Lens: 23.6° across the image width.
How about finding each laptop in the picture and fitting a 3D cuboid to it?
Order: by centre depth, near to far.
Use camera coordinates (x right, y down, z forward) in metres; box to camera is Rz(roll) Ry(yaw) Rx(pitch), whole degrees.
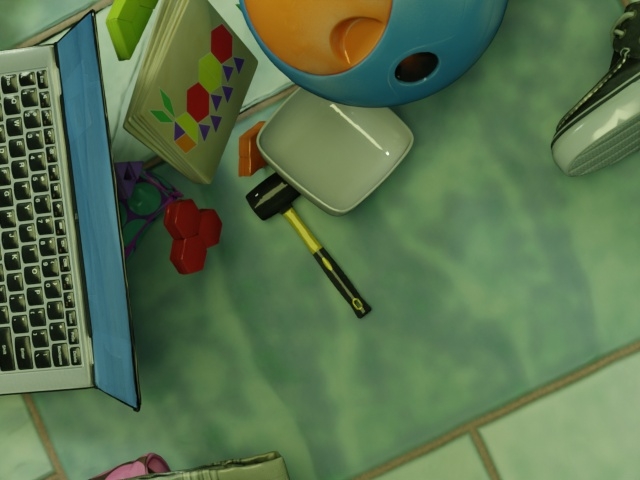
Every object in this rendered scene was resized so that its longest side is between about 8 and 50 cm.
[{"bbox_3d":[-0.346,-0.015,1.597,0.407,0.236,0.382,-6,92,17],"label":"laptop"}]

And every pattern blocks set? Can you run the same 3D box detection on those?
[{"bbox_3d":[-0.138,-0.160,1.633,0.026,0.285,0.325,0,50,34],"label":"pattern blocks set"}]

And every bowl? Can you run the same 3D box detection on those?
[{"bbox_3d":[0.014,-0.102,1.684,0.142,0.053,0.142,40,70,10],"label":"bowl"}]

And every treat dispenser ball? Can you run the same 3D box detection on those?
[{"bbox_3d":[0.056,-0.282,1.590,0.288,0.288,0.288,-1,85,10],"label":"treat dispenser ball"}]

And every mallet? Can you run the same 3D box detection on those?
[{"bbox_3d":[0.000,0.000,1.707,0.062,0.039,0.190,-44,84,2],"label":"mallet"}]

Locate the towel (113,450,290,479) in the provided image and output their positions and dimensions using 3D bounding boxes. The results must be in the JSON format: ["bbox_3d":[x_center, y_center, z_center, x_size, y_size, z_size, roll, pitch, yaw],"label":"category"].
[{"bbox_3d":[-0.155,0.395,1.637,0.312,0.056,0.324,-11,105,9],"label":"towel"}]

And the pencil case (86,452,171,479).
[{"bbox_3d":[-0.255,0.319,1.700,0.209,0.095,0.098,-24,108,10],"label":"pencil case"}]

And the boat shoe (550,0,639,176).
[{"bbox_3d":[0.362,-0.200,1.625,0.335,0.121,0.119,-38,72,-6],"label":"boat shoe"}]

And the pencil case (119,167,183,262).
[{"bbox_3d":[-0.224,-0.010,1.731,0.070,0.064,0.152,36,93,27],"label":"pencil case"}]
